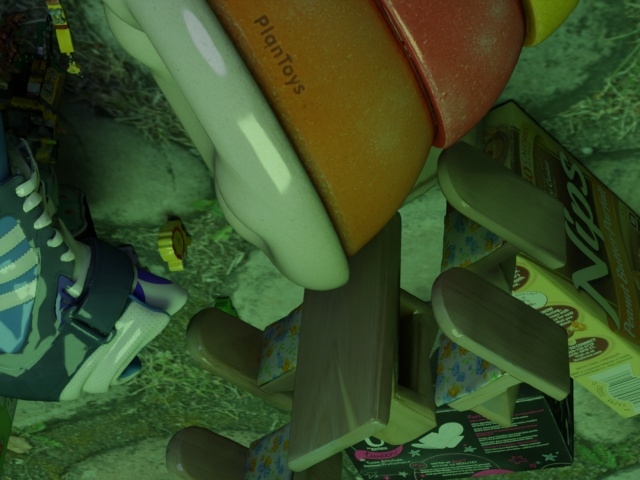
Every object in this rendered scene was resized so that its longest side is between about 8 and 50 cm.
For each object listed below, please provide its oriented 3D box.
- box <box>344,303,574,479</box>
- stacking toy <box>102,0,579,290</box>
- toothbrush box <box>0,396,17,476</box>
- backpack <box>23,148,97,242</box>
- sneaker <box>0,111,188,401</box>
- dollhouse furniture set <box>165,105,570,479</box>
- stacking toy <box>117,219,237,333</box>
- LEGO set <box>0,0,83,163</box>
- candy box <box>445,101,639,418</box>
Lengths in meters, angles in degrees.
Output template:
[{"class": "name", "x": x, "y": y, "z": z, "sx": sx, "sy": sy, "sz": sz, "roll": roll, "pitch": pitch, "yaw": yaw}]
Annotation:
[{"class": "box", "x": 0.153, "y": 0.166, "z": 1.865, "sx": 0.247, "sy": 0.163, "sz": 0.142, "roll": -9, "pitch": 138, "yaw": 18}, {"class": "stacking toy", "x": 0.091, "y": -0.215, "z": 1.223, "sx": 0.480, "sy": 0.350, "sz": 0.351, "roll": -31, "pitch": 140, "yaw": -4}, {"class": "toothbrush box", "x": -0.464, "y": 0.196, "z": 1.948, "sx": 0.122, "sy": 0.206, "sz": 0.283, "roll": 2, "pitch": 144, "yaw": 6}, {"class": "backpack", "x": -0.351, "y": 0.013, "z": 1.629, "sx": 0.253, "sy": 0.225, "sz": 0.191, "roll": -15, "pitch": 107, "yaw": -5}, {"class": "sneaker", "x": -0.230, "y": -0.001, "z": 1.437, "sx": 0.236, "sy": 0.130, "sz": 0.323, "roll": 3, "pitch": 119, "yaw": -14}, {"class": "dollhouse furniture set", "x": 0.000, "y": 0.000, "z": 1.463, "sx": 0.256, "sy": 0.394, "sz": 0.362, "roll": 29, "pitch": 137, "yaw": -29}, {"class": "stacking toy", "x": -0.204, "y": 0.062, "z": 1.862, "sx": 0.167, "sy": 0.052, "sz": 0.221, "roll": -7, "pitch": 143, "yaw": 16}, {"class": "LEGO set", "x": -0.338, "y": -0.158, "z": 1.460, "sx": 0.255, "sy": 0.192, "sz": 0.331, "roll": 14, "pitch": 143, "yaw": -11}, {"class": "candy box", "x": 0.250, "y": 0.025, "z": 1.644, "sx": 0.087, "sy": 0.183, "sz": 0.316, "roll": -24, "pitch": 135, "yaw": 33}]
